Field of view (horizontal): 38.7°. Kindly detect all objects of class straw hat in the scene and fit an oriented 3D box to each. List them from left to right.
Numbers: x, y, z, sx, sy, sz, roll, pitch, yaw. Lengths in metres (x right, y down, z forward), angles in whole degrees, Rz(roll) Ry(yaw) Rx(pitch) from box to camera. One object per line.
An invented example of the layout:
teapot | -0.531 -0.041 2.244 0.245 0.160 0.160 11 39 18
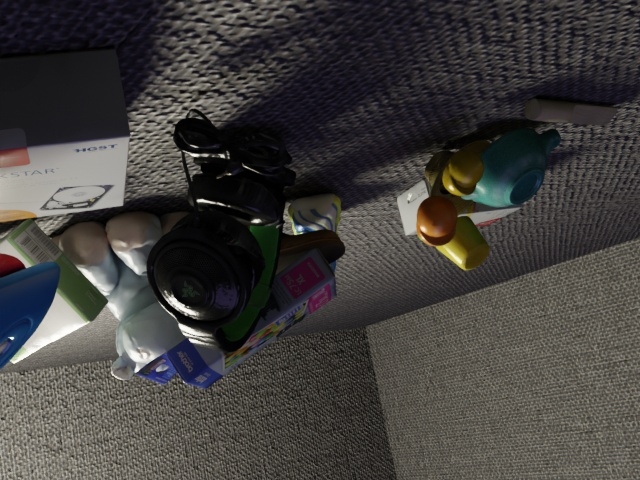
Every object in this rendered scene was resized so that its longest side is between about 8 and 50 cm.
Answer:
straw hat | 0.193 -0.103 1.372 0.144 0.061 0.144 -30 140 -28

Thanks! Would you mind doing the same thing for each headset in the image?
headset | -0.093 -0.013 1.104 0.185 0.243 0.394 11 151 15

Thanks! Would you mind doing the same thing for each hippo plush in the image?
hippo plush | -0.310 0.100 1.453 0.234 0.237 0.294 -5 167 -30

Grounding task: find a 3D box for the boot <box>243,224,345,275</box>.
boot | -0.094 0.005 1.483 0.305 0.115 0.112 -12 158 35

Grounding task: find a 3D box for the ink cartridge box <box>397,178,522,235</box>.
ink cartridge box | 0.241 -0.065 1.602 0.175 0.072 0.127 -8 169 -21

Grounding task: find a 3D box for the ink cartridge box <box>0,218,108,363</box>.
ink cartridge box | -0.451 0.083 1.378 0.235 0.171 0.056 -26 -159 41

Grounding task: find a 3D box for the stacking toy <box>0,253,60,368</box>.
stacking toy | -0.416 0.009 0.863 0.175 0.302 0.166 -50 177 14

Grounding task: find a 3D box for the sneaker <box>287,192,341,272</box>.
sneaker | 0.000 0.000 1.549 0.091 0.126 0.240 -11 169 -1

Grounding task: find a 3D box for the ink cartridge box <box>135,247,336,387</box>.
ink cartridge box | -0.115 0.137 1.366 0.311 0.065 0.186 -33 169 -5

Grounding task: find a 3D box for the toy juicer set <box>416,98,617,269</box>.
toy juicer set | 0.252 -0.113 1.301 0.329 0.089 0.209 -49 143 15

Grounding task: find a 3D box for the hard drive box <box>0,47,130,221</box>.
hard drive box | -0.285 -0.094 0.892 0.181 0.089 0.232 -9 168 -15
